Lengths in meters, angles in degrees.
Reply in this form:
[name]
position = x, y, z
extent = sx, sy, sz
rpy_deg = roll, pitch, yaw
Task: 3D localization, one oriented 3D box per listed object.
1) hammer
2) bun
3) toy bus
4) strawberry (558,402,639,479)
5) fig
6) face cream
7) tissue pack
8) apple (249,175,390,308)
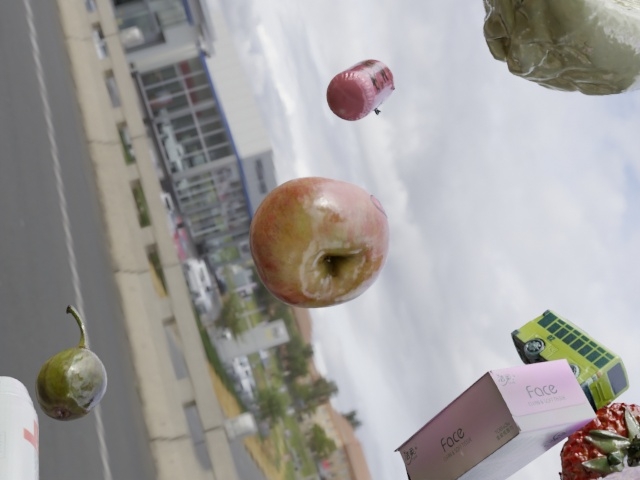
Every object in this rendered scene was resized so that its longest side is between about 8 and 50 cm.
[hammer]
position = 0.032, -0.115, 0.708
extent = 0.083, 0.043, 0.043
rpy_deg = -46, 121, -66
[bun]
position = 0.255, -0.221, 0.953
extent = 0.133, 0.231, 0.231
rpy_deg = -62, -147, 29
[toy bus]
position = 0.387, 0.187, 1.441
extent = 0.175, 0.101, 0.088
rpy_deg = 42, -15, 54
[strawberry]
position = 0.431, 0.322, 1.390
extent = 0.286, 0.188, 0.106
rpy_deg = 91, -19, -57
[fig]
position = -0.443, 0.213, 1.663
extent = 0.236, 0.124, 0.124
rpy_deg = -97, 177, -46
[face cream]
position = -0.430, 0.293, 1.246
extent = 0.345, 0.102, 0.101
rpy_deg = -126, -161, -63
[tissue pack]
position = 0.231, 0.262, 1.249
extent = 0.246, 0.149, 0.092
rpy_deg = -53, -131, 44
[apple]
position = 0.000, 0.000, 1.345
extent = 0.164, 0.210, 0.209
rpy_deg = -119, -167, -52
